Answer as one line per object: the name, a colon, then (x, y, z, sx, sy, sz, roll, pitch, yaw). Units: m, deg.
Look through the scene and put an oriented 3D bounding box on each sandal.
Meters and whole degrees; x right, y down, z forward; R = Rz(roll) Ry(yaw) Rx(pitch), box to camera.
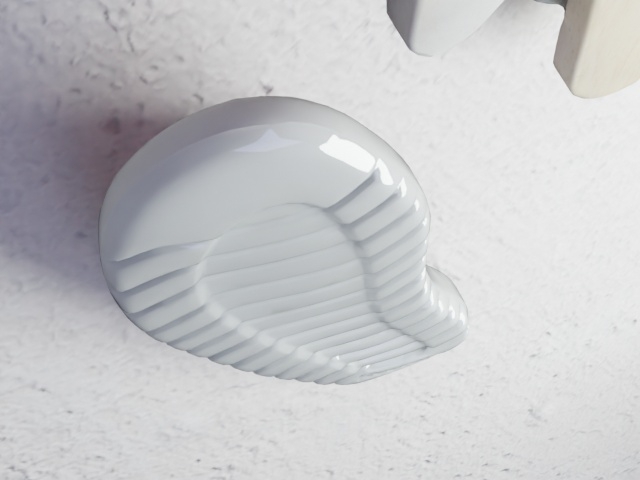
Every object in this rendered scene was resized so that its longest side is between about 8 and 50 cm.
sandal: (-0.014, 0.006, 0.594, 0.169, 0.102, 0.416, -22, 157, 7)

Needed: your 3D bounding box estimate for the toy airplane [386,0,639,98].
toy airplane: (0.182, -0.216, 0.383, 0.386, 0.272, 0.384, -26, 148, 38)
